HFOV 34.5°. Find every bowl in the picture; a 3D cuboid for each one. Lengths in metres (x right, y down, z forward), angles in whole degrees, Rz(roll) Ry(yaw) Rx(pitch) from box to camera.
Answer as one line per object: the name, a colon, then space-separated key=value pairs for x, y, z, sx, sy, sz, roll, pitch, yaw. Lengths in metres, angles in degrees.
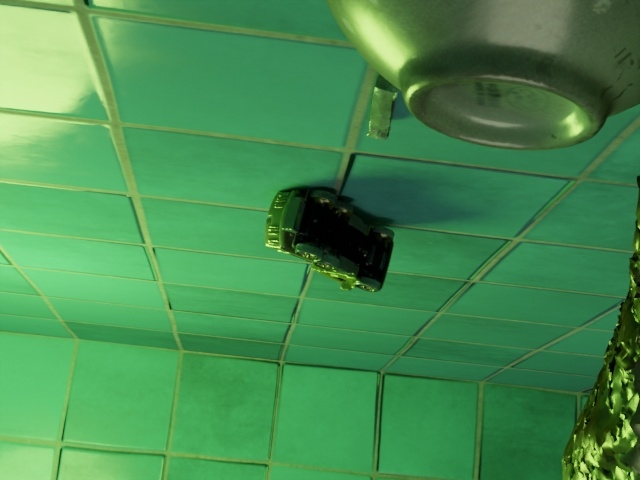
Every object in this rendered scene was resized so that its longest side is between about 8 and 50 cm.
bowl: x=0.117 y=-0.139 z=0.603 sx=0.313 sy=0.146 sz=0.313 roll=8 pitch=167 yaw=2

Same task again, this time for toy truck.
toy truck: x=0.000 y=0.000 z=1.296 sx=0.116 sy=0.085 sz=0.191 roll=5 pitch=164 yaw=39

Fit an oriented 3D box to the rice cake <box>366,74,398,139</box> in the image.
rice cake: x=0.058 y=-0.121 z=0.956 sx=0.022 sy=0.021 sz=0.121 roll=15 pitch=165 yaw=3

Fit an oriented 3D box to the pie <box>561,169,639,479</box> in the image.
pie: x=0.278 y=-0.020 z=0.590 sx=0.180 sy=0.395 sz=0.418 roll=37 pitch=147 yaw=18
